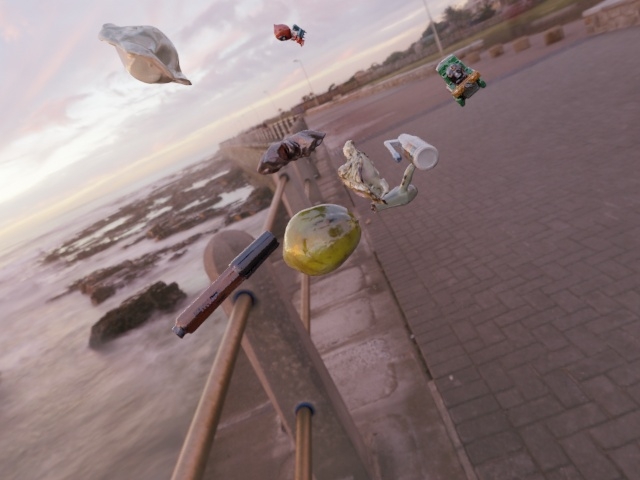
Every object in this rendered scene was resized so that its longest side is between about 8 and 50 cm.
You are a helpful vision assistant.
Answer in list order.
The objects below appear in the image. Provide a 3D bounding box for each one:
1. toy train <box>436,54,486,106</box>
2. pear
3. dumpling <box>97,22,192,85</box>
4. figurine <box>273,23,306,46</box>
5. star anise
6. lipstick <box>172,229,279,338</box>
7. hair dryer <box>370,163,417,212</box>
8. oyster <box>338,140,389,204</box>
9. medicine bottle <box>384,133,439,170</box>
[{"bbox_3d":[0.409,-0.481,1.285,0.091,0.136,0.227,-41,10,24],"label":"toy train"},{"bbox_3d":[0.000,0.000,1.594,0.322,0.269,0.269,-28,14,22],"label":"pear"},{"bbox_3d":[-0.399,-0.420,0.971,0.124,0.229,0.151,-59,-1,17],"label":"dumpling"},{"bbox_3d":[-0.131,-0.863,1.807,0.141,0.074,0.068,12,11,-12],"label":"figurine"},{"bbox_3d":[-0.122,-0.361,1.751,0.316,0.108,0.315,-23,16,7],"label":"star anise"},{"bbox_3d":[-0.290,0.134,1.347,0.418,0.077,0.077,-47,23,-16],"label":"lipstick"},{"bbox_3d":[0.287,-0.189,1.671,0.219,0.224,0.088,-36,62,-11],"label":"hair dryer"},{"bbox_3d":[0.108,-0.173,1.137,0.081,0.190,0.163,-25,-22,36],"label":"oyster"},{"bbox_3d":[0.222,-0.229,1.095,0.092,0.061,0.220,-11,24,1],"label":"medicine bottle"}]
